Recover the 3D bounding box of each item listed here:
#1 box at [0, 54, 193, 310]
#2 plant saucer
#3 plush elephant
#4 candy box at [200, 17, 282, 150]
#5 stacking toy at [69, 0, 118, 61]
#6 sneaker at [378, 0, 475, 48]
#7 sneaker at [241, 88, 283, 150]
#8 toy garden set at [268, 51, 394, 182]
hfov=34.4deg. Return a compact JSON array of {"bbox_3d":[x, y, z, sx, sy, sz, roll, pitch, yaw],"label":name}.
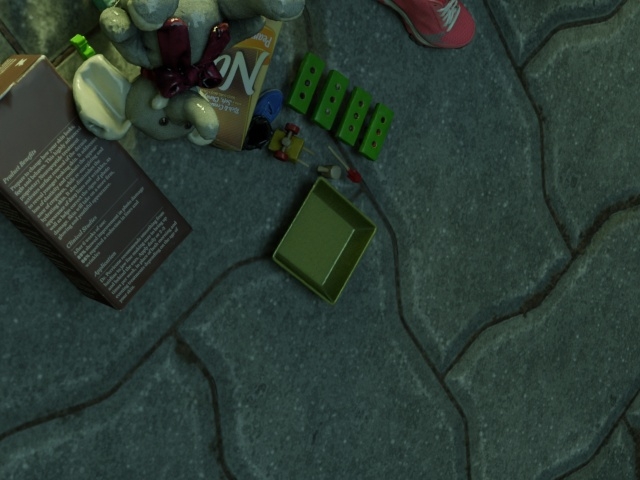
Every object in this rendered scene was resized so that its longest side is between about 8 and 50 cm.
[{"bbox_3d":[-0.398,-0.086,1.617,0.191,0.143,0.381,-50,125,-20],"label":"box"},{"bbox_3d":[0.000,0.000,1.999,0.188,0.045,0.188,40,74,-35],"label":"plant saucer"},{"bbox_3d":[-0.218,-0.256,1.548,0.271,0.330,0.256,-13,108,-39],"label":"plush elephant"},{"bbox_3d":[-0.180,-0.333,1.774,0.182,0.087,0.317,21,84,-36],"label":"candy box"},{"bbox_3d":[-0.369,-0.412,1.643,0.167,0.052,0.221,-45,123,-21],"label":"stacking toy"},{"bbox_3d":[0.216,-0.465,2.031,0.313,0.136,0.116,27,82,-38],"label":"sneaker"},{"bbox_3d":[-0.102,-0.215,1.857,0.152,0.084,0.058,-45,122,-23],"label":"sneaker"},{"bbox_3d":[0.013,-0.210,1.973,0.244,0.049,0.204,30,76,-38],"label":"toy garden set"}]
